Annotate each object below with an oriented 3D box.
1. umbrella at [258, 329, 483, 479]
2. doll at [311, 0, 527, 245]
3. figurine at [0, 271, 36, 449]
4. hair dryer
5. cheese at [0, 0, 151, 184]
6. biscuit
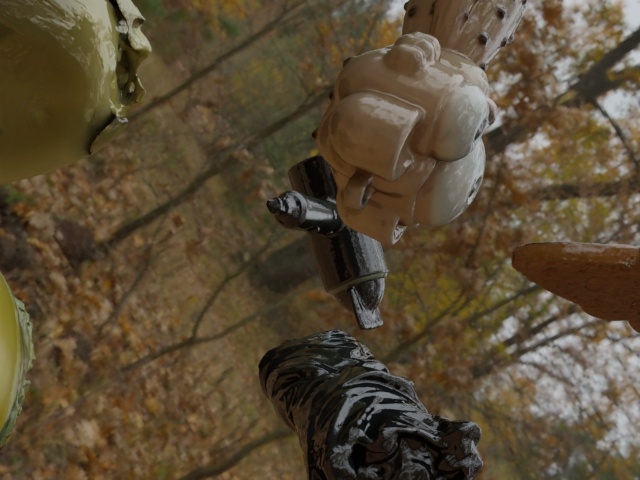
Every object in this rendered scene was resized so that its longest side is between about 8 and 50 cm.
[{"bbox_3d":[0.005,0.080,0.436,0.236,0.066,0.059,-165,-100,-76],"label":"umbrella"},{"bbox_3d":[0.091,-0.133,0.641,0.119,0.278,0.154,25,-12,17],"label":"doll"},{"bbox_3d":[-0.335,0.085,0.529,0.231,0.340,0.323,25,47,-55],"label":"figurine"},{"bbox_3d":[0.000,0.000,0.892,0.248,0.078,0.195,8,64,-70],"label":"hair dryer"},{"bbox_3d":[-0.293,-0.153,0.690,0.128,0.316,0.259,-103,-160,-54],"label":"cheese"},{"bbox_3d":[0.321,0.045,0.872,0.183,0.280,0.043,110,-5,-62],"label":"biscuit"}]
